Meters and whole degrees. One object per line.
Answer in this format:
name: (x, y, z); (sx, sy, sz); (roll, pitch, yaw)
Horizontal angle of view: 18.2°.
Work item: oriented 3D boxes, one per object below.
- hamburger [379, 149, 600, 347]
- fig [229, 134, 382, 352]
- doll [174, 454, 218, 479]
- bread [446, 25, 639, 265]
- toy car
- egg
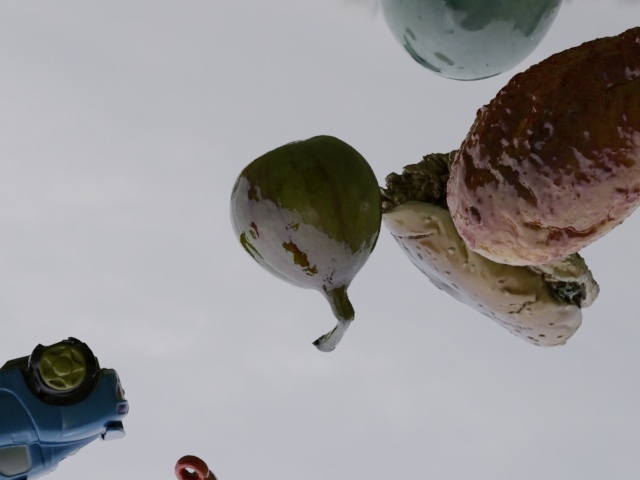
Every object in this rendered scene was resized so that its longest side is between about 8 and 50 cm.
hamburger: (0.192, 0.008, 2.258); (0.286, 0.146, 0.243); (41, 180, -16)
fig: (-0.011, -0.005, 1.910); (0.142, 0.148, 0.186); (7, -121, -50)
doll: (-0.089, 0.324, 1.821); (0.199, 0.336, 0.105); (3, -142, 22)
bread: (0.203, -0.081, 1.425); (0.095, 0.269, 0.139); (7, -124, -56)
toy car: (-0.368, 0.213, 2.244); (0.314, 0.166, 0.198); (-14, 172, -14)
egg: (0.130, -0.249, 1.687); (0.169, 0.237, 0.169); (5, 166, 1)
